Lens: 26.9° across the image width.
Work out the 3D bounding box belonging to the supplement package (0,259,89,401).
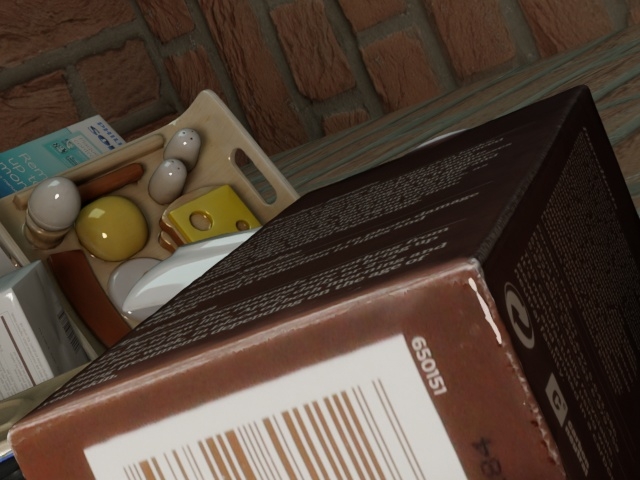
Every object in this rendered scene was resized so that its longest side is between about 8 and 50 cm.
[{"bbox_3d":[-0.328,0.134,1.122,0.244,0.139,0.134,-23,9,2],"label":"supplement package"}]

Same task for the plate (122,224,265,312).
[{"bbox_3d":[0.000,0.000,1.125,0.278,0.045,0.277,-11,1,12],"label":"plate"}]

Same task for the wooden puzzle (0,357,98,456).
[{"bbox_3d":[-0.175,0.142,0.876,0.322,0.081,0.348,-23,3,0],"label":"wooden puzzle"}]

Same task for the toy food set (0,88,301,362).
[{"bbox_3d":[-0.163,-0.019,1.314,0.306,0.220,0.092,-29,-18,-36],"label":"toy food set"}]

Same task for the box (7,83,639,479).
[{"bbox_3d":[0.043,0.048,0.618,0.191,0.143,0.381,-21,10,21],"label":"box"}]

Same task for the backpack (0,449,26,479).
[{"bbox_3d":[-0.114,0.141,0.582,0.114,0.105,0.084,-21,-14,24],"label":"backpack"}]

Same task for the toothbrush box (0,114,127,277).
[{"bbox_3d":[-0.270,0.003,1.469,0.126,0.216,0.295,-46,-3,24],"label":"toothbrush box"}]
